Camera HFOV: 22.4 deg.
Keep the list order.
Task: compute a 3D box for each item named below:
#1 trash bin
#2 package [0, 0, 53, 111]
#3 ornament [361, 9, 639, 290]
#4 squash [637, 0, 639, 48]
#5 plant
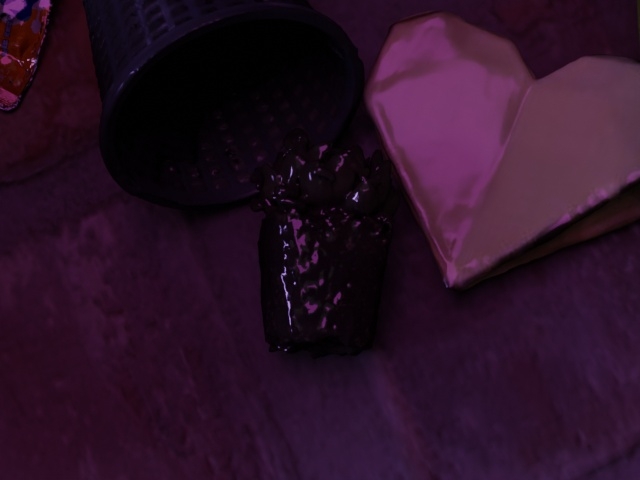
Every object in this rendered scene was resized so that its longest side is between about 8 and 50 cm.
[{"bbox_3d":[-0.078,-0.133,1.050,0.175,0.175,0.161,-26,53,2],"label":"trash bin"},{"bbox_3d":[-0.232,-0.152,1.153,0.077,0.033,0.111,20,88,-5],"label":"package"},{"bbox_3d":[0.113,-0.049,1.026,0.201,0.059,0.180,19,75,21],"label":"ornament"},{"bbox_3d":[0.308,-0.164,0.916,0.263,0.263,0.384,-2,69,12],"label":"squash"},{"bbox_3d":[0.000,0.000,1.010,0.094,0.092,0.143,7,77,-7],"label":"plant"}]
